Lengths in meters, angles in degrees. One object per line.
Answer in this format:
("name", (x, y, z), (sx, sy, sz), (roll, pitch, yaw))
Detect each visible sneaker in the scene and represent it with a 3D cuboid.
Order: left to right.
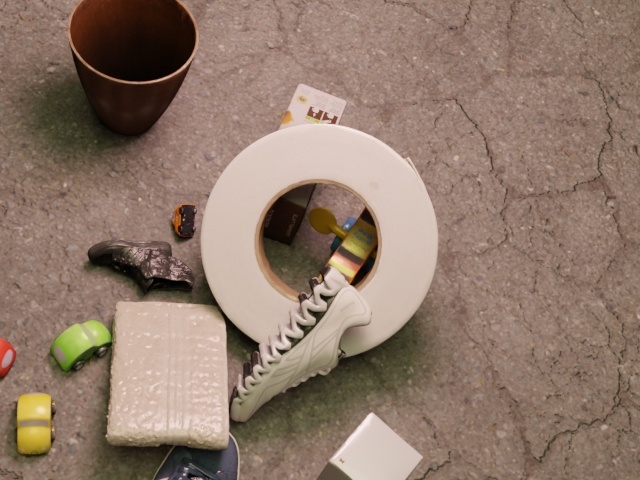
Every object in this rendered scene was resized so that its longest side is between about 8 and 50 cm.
("sneaker", (-0.300, 0.047, 1.764), (0.170, 0.051, 0.089), (-2, 57, -18))
("sneaker", (-0.213, 0.409, 1.521), (0.131, 0.148, 0.350), (26, 58, 2))
("sneaker", (-0.035, 0.184, 1.660), (0.118, 0.110, 0.292), (38, 98, -9))

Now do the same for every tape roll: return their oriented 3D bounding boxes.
("tape roll", (0.000, 0.000, 1.721), (0.391, 0.072, 0.392), (0, 95, 4))

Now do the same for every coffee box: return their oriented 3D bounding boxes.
("coffee box", (-0.046, -0.136, 1.876), (0.098, 0.141, 0.247), (21, 58, -1))

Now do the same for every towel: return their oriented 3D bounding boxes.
("towel", (-0.239, 0.209, 1.653), (0.187, 0.049, 0.282), (4, 43, -10))

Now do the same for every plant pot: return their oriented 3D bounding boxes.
("plant pot", (-0.332, -0.293, 1.845), (0.215, 0.230, 0.215), (5, 60, -10))

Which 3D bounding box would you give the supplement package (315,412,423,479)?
("supplement package", (0.064, 0.358, 1.596), (0.105, 0.179, 0.105), (40, 61, 11))

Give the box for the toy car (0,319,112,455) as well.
("toy car", (-0.430, 0.189, 1.651), (0.225, 0.053, 0.239), (-33, 73, -27))

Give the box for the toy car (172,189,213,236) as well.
("toy car", (-0.215, -0.049, 1.859), (0.040, 0.060, 0.122), (8, 24, 43))

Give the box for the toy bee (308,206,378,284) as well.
("toy bee", (0.075, -0.023, 1.829), (0.195, 0.162, 0.298), (14, 59, -3))
